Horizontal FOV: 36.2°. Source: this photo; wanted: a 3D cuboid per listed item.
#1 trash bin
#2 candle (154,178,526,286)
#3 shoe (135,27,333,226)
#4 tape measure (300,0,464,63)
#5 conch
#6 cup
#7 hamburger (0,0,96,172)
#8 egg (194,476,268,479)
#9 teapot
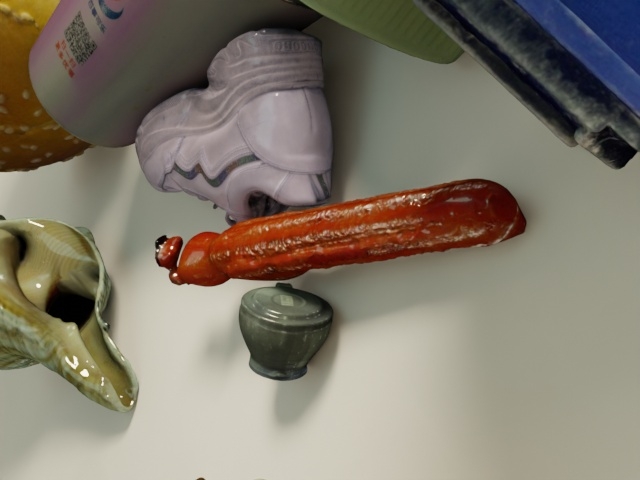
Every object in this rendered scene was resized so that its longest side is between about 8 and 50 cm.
[{"bbox_3d":[0.161,-0.167,0.439,0.234,0.162,0.184,-47,3,20],"label":"trash bin"},{"bbox_3d":[0.000,0.000,0.675,0.329,0.051,0.048,-9,85,45],"label":"candle"},{"bbox_3d":[-0.069,-0.064,0.794,0.245,0.095,0.137,-27,70,52],"label":"shoe"},{"bbox_3d":[0.008,-0.229,0.659,0.115,0.207,0.235,-53,40,30],"label":"tape measure"},{"bbox_3d":[-0.311,0.062,1.031,0.386,0.169,0.203,32,74,17],"label":"conch"},{"bbox_3d":[-0.122,-0.203,0.828,0.288,0.203,0.203,-32,50,41],"label":"cup"},{"bbox_3d":[-0.322,-0.249,1.017,0.287,0.445,0.268,-12,59,20],"label":"hamburger"},{"bbox_3d":[-0.003,0.273,0.421,0.337,0.201,0.336,8,-90,-82],"label":"egg"},{"bbox_3d":[-0.028,0.064,0.705,0.088,0.066,0.057,-103,22,-70],"label":"teapot"}]
